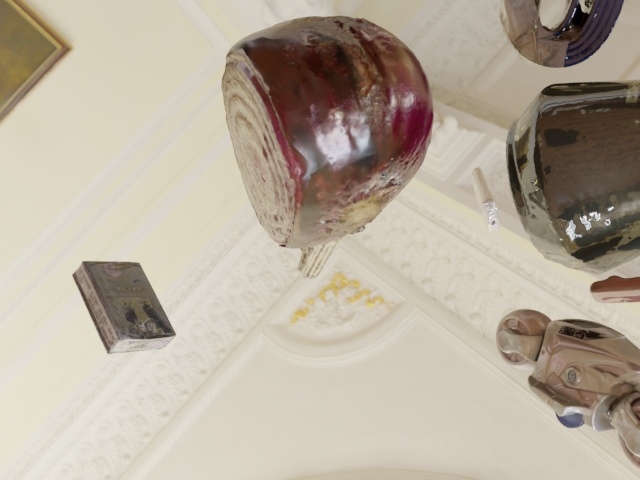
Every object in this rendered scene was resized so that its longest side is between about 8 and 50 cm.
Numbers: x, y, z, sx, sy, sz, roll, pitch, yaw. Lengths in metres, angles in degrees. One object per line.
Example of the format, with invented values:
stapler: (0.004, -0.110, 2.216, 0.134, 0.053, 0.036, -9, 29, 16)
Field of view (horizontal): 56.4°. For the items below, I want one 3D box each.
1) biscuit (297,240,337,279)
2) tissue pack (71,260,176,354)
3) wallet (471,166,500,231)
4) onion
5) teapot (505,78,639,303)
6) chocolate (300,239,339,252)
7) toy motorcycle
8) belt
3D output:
biscuit: (0.000, 0.000, 1.441, 0.062, 0.239, 0.108, 17, -120, -5)
tissue pack: (-0.308, 0.103, 0.942, 0.051, 0.112, 0.156, -45, -116, 23)
wallet: (0.390, -0.095, 1.415, 0.033, 0.095, 0.190, -15, -149, 12)
onion: (0.016, -0.156, 0.824, 0.260, 0.336, 0.281, -24, -117, -18)
teapot: (0.479, -0.087, 0.844, 0.362, 0.305, 0.375, -14, -131, 38)
chocolate: (0.083, -0.122, 1.553, 0.445, 0.162, 0.162, -43, -143, 44)
toy motorcycle: (0.284, 0.137, 0.626, 0.112, 0.112, 0.254, -45, -147, -1)
belt: (0.438, -0.488, 1.072, 0.213, 0.346, 0.117, 7, -161, 13)
